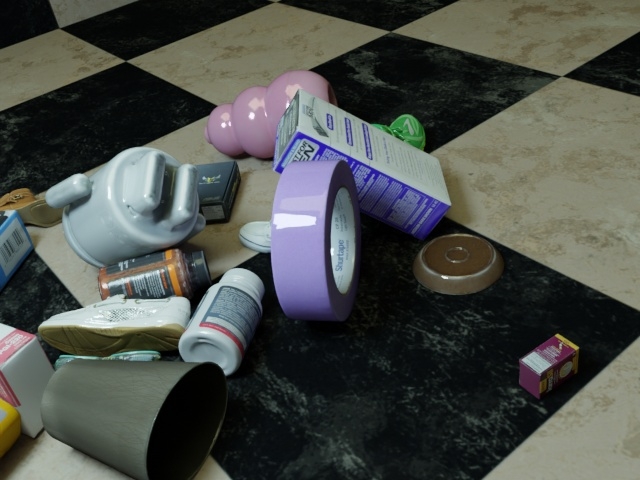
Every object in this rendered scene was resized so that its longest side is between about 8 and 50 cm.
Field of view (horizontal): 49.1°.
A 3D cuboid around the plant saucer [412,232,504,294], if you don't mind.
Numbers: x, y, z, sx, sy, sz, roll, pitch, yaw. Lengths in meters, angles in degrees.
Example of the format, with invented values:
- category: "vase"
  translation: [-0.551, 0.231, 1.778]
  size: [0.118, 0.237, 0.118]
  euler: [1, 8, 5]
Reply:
- category: "plant saucer"
  translation: [0.254, 0.036, 1.297]
  size: [0.168, 0.029, 0.168]
  euler: [-8, 36, 6]

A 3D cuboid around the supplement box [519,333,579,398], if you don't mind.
- category: "supplement box"
  translation: [0.340, 0.187, 1.043]
  size: [0.083, 0.055, 0.043]
  euler: [-28, 39, -21]

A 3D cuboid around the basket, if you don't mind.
- category: "basket"
  translation: [-0.286, 0.255, 1.041]
  size: [0.227, 0.154, 0.204]
  euler: [3, 36, 25]

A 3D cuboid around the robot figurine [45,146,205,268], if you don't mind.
- category: "robot figurine"
  translation: [-0.379, -0.057, 1.385]
  size: [0.353, 0.300, 0.199]
  euler: [-23, 53, 46]

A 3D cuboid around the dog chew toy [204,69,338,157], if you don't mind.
- category: "dog chew toy"
  translation: [-0.125, -0.293, 1.717]
  size: [0.332, 0.206, 0.206]
  euler: [-11, 35, 14]

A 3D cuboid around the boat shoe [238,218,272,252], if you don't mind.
- category: "boat shoe"
  translation: [-0.068, -0.021, 1.418]
  size: [0.226, 0.075, 0.083]
  euler: [7, 39, 24]

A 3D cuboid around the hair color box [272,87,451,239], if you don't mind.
- category: "hair color box"
  translation: [0.080, -0.150, 1.381]
  size: [0.339, 0.110, 0.185]
  euler: [25, 32, -17]

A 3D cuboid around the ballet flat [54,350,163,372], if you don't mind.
- category: "ballet flat"
  translation: [-0.357, 0.225, 1.181]
  size: [0.188, 0.070, 0.070]
  euler: [-6, 36, 10]

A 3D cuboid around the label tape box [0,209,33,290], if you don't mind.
- category: "label tape box"
  translation: [-0.835, 0.055, 1.487]
  size: [0.348, 0.115, 0.249]
  euler: [-2, 37, 10]

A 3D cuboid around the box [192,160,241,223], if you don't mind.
- category: "box"
  translation: [-0.312, -0.106, 1.613]
  size: [0.233, 0.059, 0.183]
  euler: [-4, 35, 8]

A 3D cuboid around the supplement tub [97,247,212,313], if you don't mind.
- category: "supplement tub"
  translation: [-0.309, 0.077, 1.323]
  size: [0.198, 0.106, 0.106]
  euler: [-15, 36, -5]

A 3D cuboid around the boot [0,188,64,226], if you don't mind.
- category: "boot"
  translation: [-0.692, -0.087, 1.680]
  size: [0.197, 0.073, 0.152]
  euler: [-17, 32, -13]

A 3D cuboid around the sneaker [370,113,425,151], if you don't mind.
- category: "sneaker"
  translation: [0.154, -0.217, 1.588]
  size: [0.109, 0.123, 0.295]
  euler: [12, 41, 29]

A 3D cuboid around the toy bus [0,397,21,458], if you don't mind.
- category: "toy bus"
  translation: [-0.587, 0.356, 0.984]
  size: [0.130, 0.108, 0.332]
  euler: [31, 45, 3]

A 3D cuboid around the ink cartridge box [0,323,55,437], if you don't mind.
- category: "ink cartridge box"
  translation: [-0.542, 0.213, 1.151]
  size: [0.218, 0.158, 0.092]
  euler: [10, 40, 26]

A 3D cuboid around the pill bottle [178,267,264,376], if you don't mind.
- category: "pill bottle"
  translation: [-0.160, 0.134, 1.202]
  size: [0.108, 0.108, 0.180]
  euler: [2, 38, 17]

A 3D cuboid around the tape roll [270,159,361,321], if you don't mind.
- category: "tape roll"
  translation: [0.000, 0.000, 1.200]
  size: [0.090, 0.274, 0.275]
  euler: [0, 37, 14]

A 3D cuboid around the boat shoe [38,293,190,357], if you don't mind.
- category: "boat shoe"
  translation: [-0.357, 0.143, 1.236]
  size: [0.277, 0.098, 0.096]
  euler: [-3, 48, 11]
